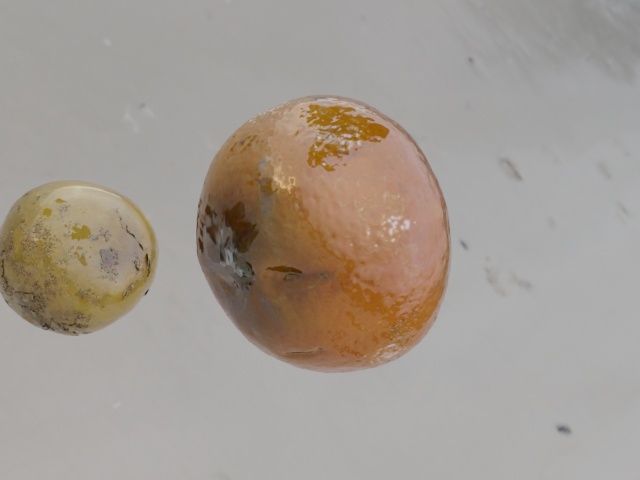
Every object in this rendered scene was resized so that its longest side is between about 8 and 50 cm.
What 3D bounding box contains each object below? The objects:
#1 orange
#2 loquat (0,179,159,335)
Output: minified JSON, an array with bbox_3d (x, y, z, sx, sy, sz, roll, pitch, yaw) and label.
[{"bbox_3d":[0.000,0.000,0.934,0.170,0.224,0.224,-20,72,-34],"label":"orange"},{"bbox_3d":[-0.352,0.024,1.695,0.235,0.235,0.235,38,29,-26],"label":"loquat"}]
